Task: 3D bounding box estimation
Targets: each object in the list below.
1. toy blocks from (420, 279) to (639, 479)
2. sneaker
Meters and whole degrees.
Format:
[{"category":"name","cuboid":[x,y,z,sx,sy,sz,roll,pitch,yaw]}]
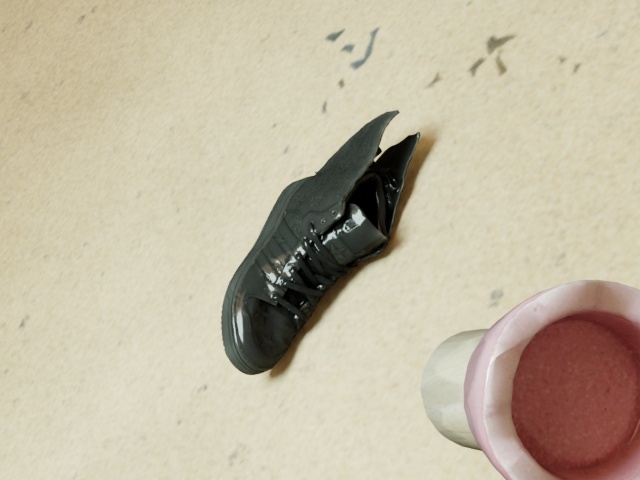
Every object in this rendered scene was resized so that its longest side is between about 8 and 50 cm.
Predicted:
[{"category":"toy blocks","cuboid":[0.098,0.205,0.402,0.309,0.288,0.260,-55,6,-9]},{"category":"sneaker","cuboid":[0.002,0.002,0.954,0.089,0.051,0.170,-14,45,46]}]
